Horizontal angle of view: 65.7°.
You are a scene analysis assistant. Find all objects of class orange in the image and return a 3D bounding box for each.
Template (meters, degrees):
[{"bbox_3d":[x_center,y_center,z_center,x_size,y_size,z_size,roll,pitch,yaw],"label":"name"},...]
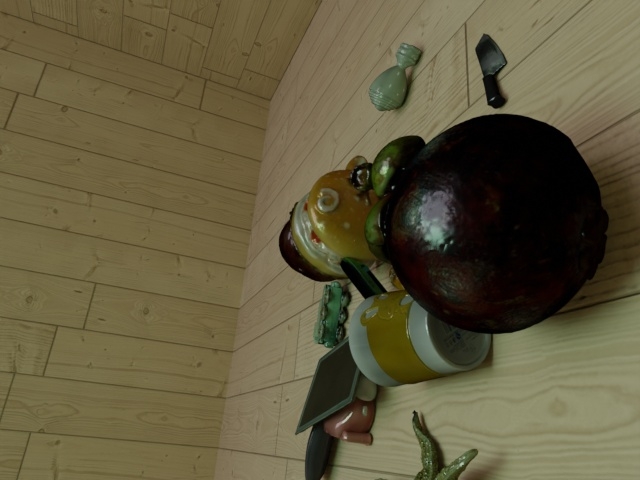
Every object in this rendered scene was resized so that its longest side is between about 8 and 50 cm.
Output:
[{"bbox_3d":[0.189,0.077,1.130,0.086,0.062,0.086,-164,90,-70],"label":"orange"}]

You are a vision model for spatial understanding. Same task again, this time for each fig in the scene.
[{"bbox_3d":[-0.012,0.012,1.485,0.235,0.234,0.215,174,108,-70],"label":"fig"}]

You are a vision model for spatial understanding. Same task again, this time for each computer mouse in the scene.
[{"bbox_3d":[-0.001,0.530,1.316,0.120,0.057,0.233,10,-87,-74],"label":"computer mouse"}]

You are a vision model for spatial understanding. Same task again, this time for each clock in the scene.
[{"bbox_3d":[0.069,0.399,1.211,0.166,0.092,0.162,156,129,-67],"label":"clock"}]

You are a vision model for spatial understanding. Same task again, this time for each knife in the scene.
[{"bbox_3d":[0.355,-0.362,1.025,0.060,0.028,0.231,-40,36,41],"label":"knife"}]

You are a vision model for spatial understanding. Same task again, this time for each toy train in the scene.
[{"bbox_3d":[0.125,0.117,1.151,0.209,0.042,0.044,52,136,21],"label":"toy train"},{"bbox_3d":[0.027,0.220,1.472,0.125,0.080,0.194,153,127,-71],"label":"toy train"}]

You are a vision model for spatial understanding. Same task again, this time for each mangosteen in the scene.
[{"bbox_3d":[0.213,-0.029,0.720,0.359,0.306,0.306,17,93,45],"label":"mangosteen"}]

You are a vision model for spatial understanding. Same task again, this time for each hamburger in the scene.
[{"bbox_3d":[0.077,-0.067,1.282,0.186,0.261,0.303,-47,9,48],"label":"hamburger"}]

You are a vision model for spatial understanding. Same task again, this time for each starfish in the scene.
[{"bbox_3d":[0.151,0.483,0.848,0.358,0.078,0.347,-63,8,-5],"label":"starfish"}]

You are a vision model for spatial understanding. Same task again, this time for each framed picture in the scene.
[{"bbox_3d":[0.038,0.343,1.230,0.296,0.019,0.232,-49,14,47],"label":"framed picture"}]

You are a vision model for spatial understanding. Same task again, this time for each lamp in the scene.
[{"bbox_3d":[0.209,-0.454,1.390,0.193,0.106,0.106,-62,22,12],"label":"lamp"}]

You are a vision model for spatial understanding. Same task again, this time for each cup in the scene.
[{"bbox_3d":[0.196,0.154,0.931,0.241,0.185,0.226,-51,11,-30],"label":"cup"}]
